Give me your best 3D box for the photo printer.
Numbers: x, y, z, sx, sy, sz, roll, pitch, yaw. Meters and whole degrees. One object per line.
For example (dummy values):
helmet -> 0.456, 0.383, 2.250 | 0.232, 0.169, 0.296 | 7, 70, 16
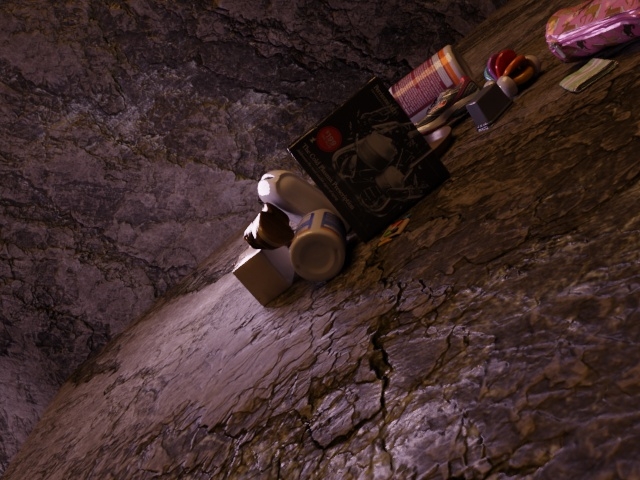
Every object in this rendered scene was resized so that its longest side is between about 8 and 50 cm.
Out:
photo printer -> -0.065, -0.123, 1.775 | 0.107, 0.307, 0.256 | -60, 18, -10

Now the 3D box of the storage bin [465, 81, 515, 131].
storage bin -> 0.510, -0.412, 1.633 | 0.135, 0.091, 0.098 | -44, 14, -20

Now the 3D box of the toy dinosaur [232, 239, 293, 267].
toy dinosaur -> -0.203, 0.052, 2.011 | 0.200, 0.127, 0.296 | -23, 26, 32

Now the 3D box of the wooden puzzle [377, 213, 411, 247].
wooden puzzle -> 0.195, -0.029, 1.403 | 0.078, 0.014, 0.116 | -26, 18, 44

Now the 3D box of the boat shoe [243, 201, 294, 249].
boat shoe -> -0.164, -0.019, 1.605 | 0.123, 0.123, 0.342 | -52, 15, 10

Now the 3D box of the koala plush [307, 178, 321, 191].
koala plush -> 0.092, -0.201, 1.803 | 0.203, 0.196, 0.221 | -62, 24, -1

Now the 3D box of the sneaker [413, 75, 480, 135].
sneaker -> 0.431, -0.468, 1.919 | 0.299, 0.112, 0.121 | -31, 1, 12

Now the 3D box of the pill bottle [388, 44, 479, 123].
pill bottle -> 0.414, -0.578, 2.151 | 0.392, 0.224, 0.224 | -31, 15, 30

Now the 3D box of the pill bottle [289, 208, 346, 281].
pill bottle -> 0.000, 0.000, 1.541 | 0.152, 0.152, 0.272 | -36, 13, 15

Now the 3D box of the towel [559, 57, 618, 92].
towel -> 0.680, -0.427, 1.364 | 0.113, 0.023, 0.152 | -34, 14, 19

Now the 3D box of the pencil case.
pencil case -> 0.742, -0.558, 1.337 | 0.386, 0.160, 0.167 | -153, 84, -75

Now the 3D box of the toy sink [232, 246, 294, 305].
toy sink -> -0.182, 0.086, 1.756 | 0.131, 0.153, 0.234 | -37, 14, 13

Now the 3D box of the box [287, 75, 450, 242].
box -> 0.130, -0.232, 1.526 | 0.312, 0.343, 0.179 | -39, 12, 4

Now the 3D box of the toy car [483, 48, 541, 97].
toy car -> 0.602, -0.548, 1.727 | 0.159, 0.136, 0.182 | -42, 13, -8

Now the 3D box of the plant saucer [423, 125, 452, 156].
plant saucer -> 0.335, -0.288, 1.815 | 0.278, 0.041, 0.278 | -38, 13, 10
